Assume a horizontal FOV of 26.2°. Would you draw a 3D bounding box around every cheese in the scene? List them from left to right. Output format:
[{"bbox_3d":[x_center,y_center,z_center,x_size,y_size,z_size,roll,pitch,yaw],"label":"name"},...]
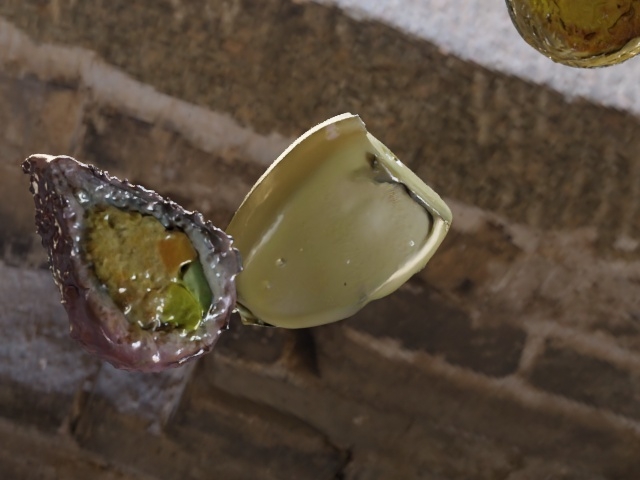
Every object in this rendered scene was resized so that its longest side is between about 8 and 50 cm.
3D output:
[{"bbox_3d":[0.000,0.000,1.795,0.259,0.316,0.128,40,14,-27],"label":"cheese"}]

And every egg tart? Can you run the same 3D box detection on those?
[{"bbox_3d":[0.356,-0.340,1.802,0.234,0.234,0.094,30,12,2],"label":"egg tart"}]

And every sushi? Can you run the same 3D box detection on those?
[{"bbox_3d":[-0.198,0.032,1.321,0.241,0.107,0.161,29,73,-27],"label":"sushi"}]
